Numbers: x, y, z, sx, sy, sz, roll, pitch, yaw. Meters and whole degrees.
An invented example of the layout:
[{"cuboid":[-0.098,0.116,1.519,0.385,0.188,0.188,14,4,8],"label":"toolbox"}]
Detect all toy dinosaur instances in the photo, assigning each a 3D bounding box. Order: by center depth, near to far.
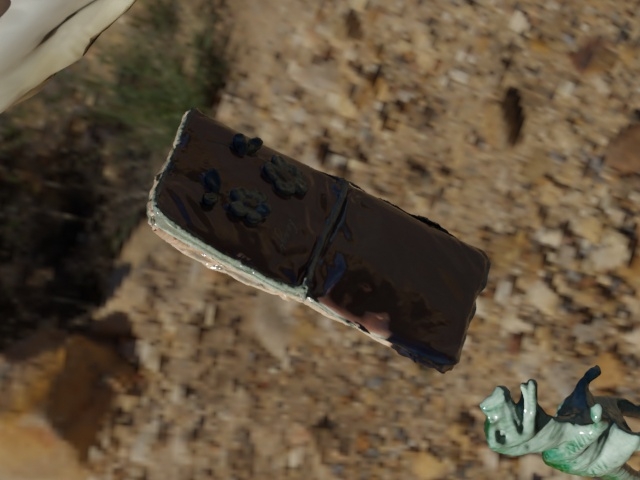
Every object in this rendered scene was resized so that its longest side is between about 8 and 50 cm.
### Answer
[{"cuboid":[0.249,0.149,1.489,0.129,0.383,0.076,-28,61,22],"label":"toy dinosaur"}]

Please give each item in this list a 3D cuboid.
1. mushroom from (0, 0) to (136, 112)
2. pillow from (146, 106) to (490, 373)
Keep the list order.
[{"cuboid":[-0.260,-0.130,0.808,0.397,0.224,0.314,-45,67,27],"label":"mushroom"},{"cuboid":[0.000,0.000,1.243,0.043,0.232,0.126,-57,11,44],"label":"pillow"}]
